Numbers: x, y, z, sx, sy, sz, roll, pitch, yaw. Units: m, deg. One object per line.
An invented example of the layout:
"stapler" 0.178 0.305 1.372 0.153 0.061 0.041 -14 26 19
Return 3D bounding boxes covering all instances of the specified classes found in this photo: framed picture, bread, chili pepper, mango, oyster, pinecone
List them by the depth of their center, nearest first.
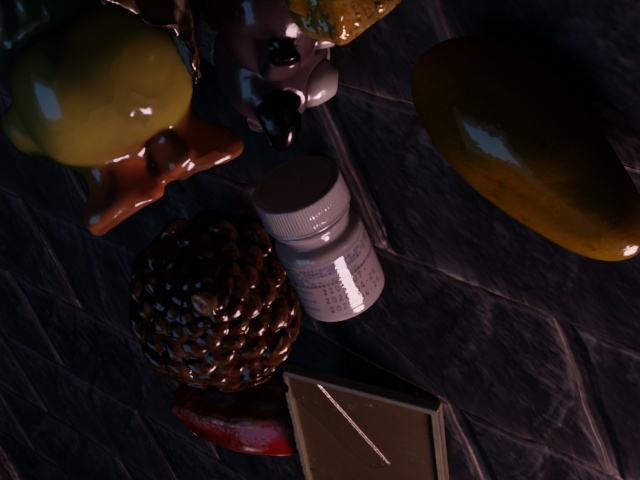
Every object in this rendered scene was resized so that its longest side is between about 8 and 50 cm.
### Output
"mango" 0.180 -0.078 1.508 0.253 0.113 0.138 44 159 9
"bread" 0.009 -0.272 1.519 0.083 0.114 0.211 35 151 35
"oyster" -0.152 -0.279 1.679 0.201 0.107 0.354 53 -171 -23
"pinecone" -0.126 0.077 2.173 0.224 0.224 0.272 46 177 7
"framed picture" 0.063 0.268 2.274 0.211 0.020 0.289 13 145 18
"chili pepper" -0.079 0.231 2.418 0.253 0.144 0.136 17 104 42

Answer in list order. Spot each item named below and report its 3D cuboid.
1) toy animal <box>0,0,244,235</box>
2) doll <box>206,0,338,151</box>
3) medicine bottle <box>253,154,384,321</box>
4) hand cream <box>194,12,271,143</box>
"toy animal" -0.241 -0.186 1.784 0.338 0.216 0.191 57 176 -3
"doll" -0.050 -0.212 1.699 0.257 0.117 0.182 82 173 -48
"medicine bottle" 0.000 0.000 1.962 0.105 0.105 0.168 23 146 46
"hand cream" -0.103 -0.191 1.918 0.257 0.050 0.084 48 158 34
